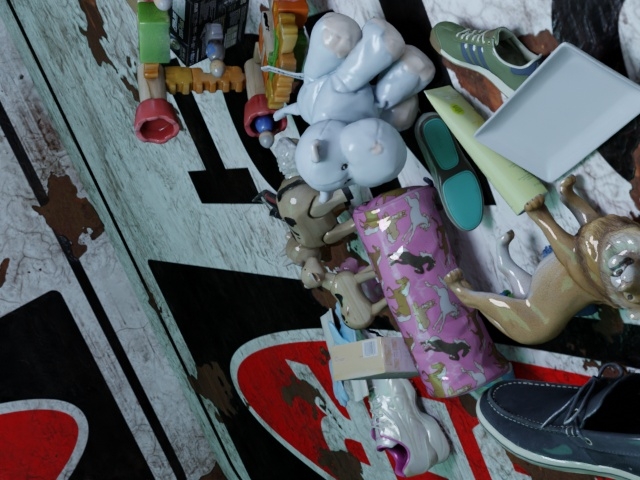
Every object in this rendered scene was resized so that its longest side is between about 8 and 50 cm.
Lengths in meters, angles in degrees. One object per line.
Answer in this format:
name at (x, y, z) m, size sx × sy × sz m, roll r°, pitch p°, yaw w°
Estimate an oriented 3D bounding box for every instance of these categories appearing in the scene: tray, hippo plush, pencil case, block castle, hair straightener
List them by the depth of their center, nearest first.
tray at (0.334, -0.178, 1.382) m, size 0.145 × 0.030 × 0.270 m, roll 29°, pitch 152°, yaw -6°
hippo plush at (0.031, -0.205, 1.571) m, size 0.294 × 0.236 × 0.234 m, roll 0°, pitch 140°, yaw 11°
pencil case at (0.195, 0.089, 1.742) m, size 0.160 × 0.167 × 0.386 m, roll 167°, pitch 80°, yaw -79°
block castle at (-0.183, -0.351, 1.756) m, size 0.453 × 0.303 × 0.212 m, roll 105°, pitch 157°, yaw -56°
hair straightener at (-0.086, -0.055, 2.241) m, size 0.230 × 0.047 × 0.089 m, roll 23°, pitch 136°, yaw 50°

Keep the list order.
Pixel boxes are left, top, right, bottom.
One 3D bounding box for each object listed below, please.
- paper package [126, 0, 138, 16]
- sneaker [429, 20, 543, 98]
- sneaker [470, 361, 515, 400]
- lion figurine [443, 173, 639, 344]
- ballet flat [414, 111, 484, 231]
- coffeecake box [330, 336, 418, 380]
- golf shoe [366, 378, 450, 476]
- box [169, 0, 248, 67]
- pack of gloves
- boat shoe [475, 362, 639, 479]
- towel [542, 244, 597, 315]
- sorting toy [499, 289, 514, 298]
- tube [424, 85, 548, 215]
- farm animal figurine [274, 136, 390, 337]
paper package at (-0.335, -0.644, 1.938) m, size 0.309 × 0.168 × 0.325 m, roll 56°, pitch 152°, yaw 4°
sneaker at (0.247, -0.283, 1.434) m, size 0.192 × 0.064 × 0.086 m, roll 40°, pitch 149°, yaw 21°
sneaker at (0.279, 0.233, 1.890) m, size 0.229 × 0.087 × 0.092 m, roll 25°, pitch 129°, yaw 39°
lion figurine at (0.360, 0.065, 1.483) m, size 0.240 × 0.142 × 0.392 m, roll 55°, pitch 147°, yaw 11°
ballet flat at (0.218, -0.119, 1.663) m, size 0.068 × 0.072 × 0.213 m, roll -116°, pitch 2°, yaw -77°
coffeecake box at (0.136, 0.222, 1.850) m, size 0.142 × 0.186 × 0.068 m, roll -19°, pitch 71°, yaw 48°
golf shoe at (0.156, 0.379, 2.175) m, size 0.306 × 0.140 × 0.115 m, roll 55°, pitch 154°, yaw 11°
box at (-0.223, -0.454, 1.961) m, size 0.077 × 0.147 × 0.180 m, roll 48°, pitch 152°, yaw 20°
pack of gloves at (0.036, 0.262, 2.257) m, size 0.195 × 0.046 × 0.232 m, roll 133°, pitch 128°, yaw -63°
boat shoe at (0.451, 0.278, 1.537) m, size 0.500 × 0.187 × 0.156 m, roll 10°, pitch 121°, yaw 50°
towel at (0.396, 0.063, 1.565) m, size 0.067 × 0.029 × 0.119 m, roll 0°, pitch 116°, yaw 55°
sorting toy at (0.335, 0.113, 1.720) m, size 0.061 × 0.042 × 0.102 m, roll 40°, pitch 139°, yaw 4°
tube at (0.255, -0.148, 1.534) m, size 0.240 × 0.062 × 0.070 m, roll 53°, pitch 173°, yaw 12°
farm animal figurine at (0.000, 0.000, 1.876) m, size 0.330 × 0.172 × 0.326 m, roll -118°, pitch 4°, yaw -55°
